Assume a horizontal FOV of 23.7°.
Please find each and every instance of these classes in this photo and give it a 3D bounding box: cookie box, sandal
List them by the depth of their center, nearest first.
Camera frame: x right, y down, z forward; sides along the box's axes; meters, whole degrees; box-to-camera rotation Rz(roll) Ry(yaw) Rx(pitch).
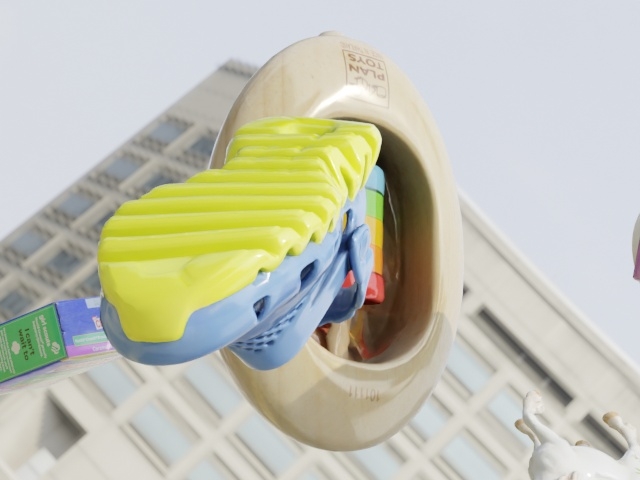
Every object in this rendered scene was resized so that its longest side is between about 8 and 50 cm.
[{"bbox_3d":[-0.033,0.018,0.922,0.126,0.317,0.138,5,-73,20],"label":"sandal"},{"bbox_3d":[-0.178,0.070,1.004,0.107,0.092,0.040,-22,-100,31],"label":"cookie box"}]

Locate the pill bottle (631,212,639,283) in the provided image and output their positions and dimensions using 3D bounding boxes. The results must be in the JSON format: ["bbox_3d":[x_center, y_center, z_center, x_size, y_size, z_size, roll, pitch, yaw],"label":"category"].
[{"bbox_3d":[0.415,-0.008,1.381,0.136,0.136,0.246,53,-37,-11],"label":"pill bottle"}]

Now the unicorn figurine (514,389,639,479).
[{"bbox_3d":[0.162,0.151,0.988,0.111,0.162,0.060,-106,-160,-55],"label":"unicorn figurine"}]

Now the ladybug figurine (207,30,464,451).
[{"bbox_3d":[0.000,0.000,1.604,0.305,0.449,0.162,13,-18,-30],"label":"ladybug figurine"}]

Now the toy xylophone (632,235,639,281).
[{"bbox_3d":[0.306,0.032,0.787,0.081,0.323,0.236,168,-75,-80],"label":"toy xylophone"}]
